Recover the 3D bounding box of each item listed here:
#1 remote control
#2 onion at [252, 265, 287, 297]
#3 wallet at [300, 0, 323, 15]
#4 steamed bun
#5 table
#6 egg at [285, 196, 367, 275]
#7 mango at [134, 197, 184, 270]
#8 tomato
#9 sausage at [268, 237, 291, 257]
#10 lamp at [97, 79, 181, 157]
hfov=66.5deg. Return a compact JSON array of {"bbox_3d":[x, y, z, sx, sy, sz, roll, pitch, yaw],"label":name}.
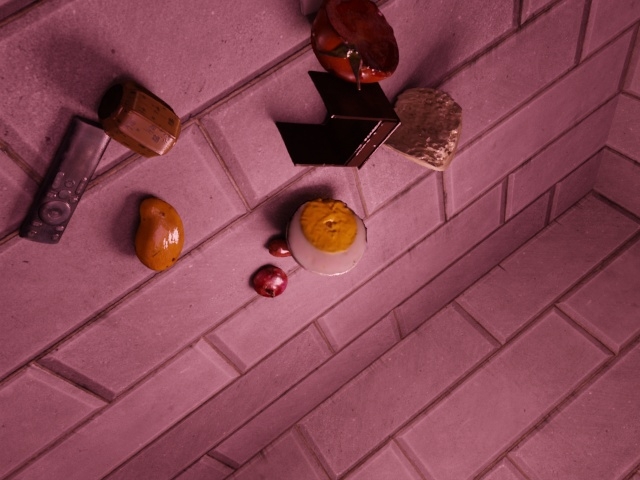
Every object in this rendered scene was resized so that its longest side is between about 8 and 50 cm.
[{"bbox_3d":[-0.684,-0.152,1.312,0.107,0.044,0.378,18,112,-45],"label":"remote control"},{"bbox_3d":[-0.197,0.189,2.003,0.149,0.140,0.150,-11,122,-18],"label":"onion"},{"bbox_3d":[-0.002,-0.698,1.410,0.122,0.025,0.061,-28,134,-18],"label":"wallet"},{"bbox_3d":[0.401,-0.423,1.840,0.272,0.290,0.273,-60,158,13],"label":"steamed bun"},{"bbox_3d":[0.053,-0.376,1.569,0.281,0.196,0.250,-7,155,-38],"label":"table"},{"bbox_3d":[0.000,0.000,1.905,0.336,0.337,0.201,-22,174,-26],"label":"egg"},{"bbox_3d":[-0.511,-0.013,1.548,0.157,0.109,0.262,-14,133,-27],"label":"mango"},{"bbox_3d":[0.083,-0.585,1.458,0.308,0.309,0.170,5,159,-45],"label":"tomato"},{"bbox_3d":[-0.142,0.029,1.954,0.141,0.076,0.076,-5,129,-39],"label":"sausage"},{"bbox_3d":[-0.466,-0.310,1.264,0.161,0.161,0.185,-49,139,8],"label":"lamp"}]
